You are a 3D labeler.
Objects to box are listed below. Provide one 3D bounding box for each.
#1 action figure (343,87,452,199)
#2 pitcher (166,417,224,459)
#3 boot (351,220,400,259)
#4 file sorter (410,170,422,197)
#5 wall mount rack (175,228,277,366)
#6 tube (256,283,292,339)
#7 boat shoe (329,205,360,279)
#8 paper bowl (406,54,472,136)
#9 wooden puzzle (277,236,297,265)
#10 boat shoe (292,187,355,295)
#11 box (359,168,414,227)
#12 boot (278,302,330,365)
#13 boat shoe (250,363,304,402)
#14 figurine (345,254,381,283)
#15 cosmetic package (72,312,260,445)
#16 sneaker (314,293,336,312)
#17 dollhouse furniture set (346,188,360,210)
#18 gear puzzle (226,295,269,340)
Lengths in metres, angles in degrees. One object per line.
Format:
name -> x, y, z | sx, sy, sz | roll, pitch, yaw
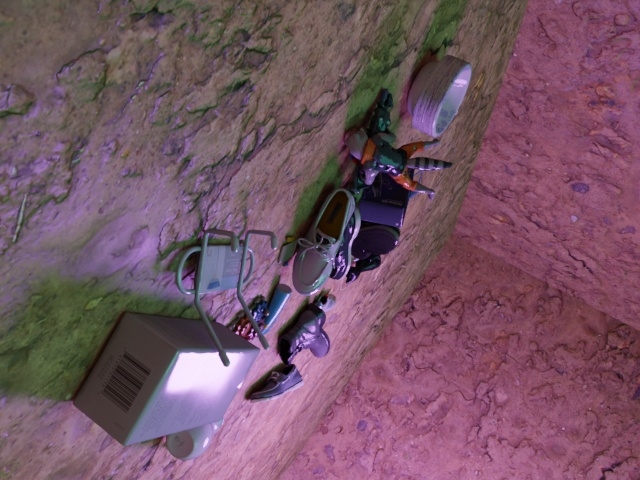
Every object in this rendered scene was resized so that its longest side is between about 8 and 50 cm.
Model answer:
action figure -> 0.235, -0.299, 1.786 | 0.178, 0.330, 0.342 | -155, -106, -67
pitcher -> -0.395, 0.592, 1.711 | 0.178, 0.125, 0.207 | -46, 173, 6
boot -> 0.236, -0.083, 2.147 | 0.284, 0.138, 0.377 | -57, -174, -19
file sorter -> 0.277, -0.237, 2.115 | 0.118, 0.170, 0.105 | -34, 144, -52
wall mount rack -> -0.208, 0.124, 1.389 | 0.350, 0.130, 0.304 | -2, 100, -68
tube -> -0.156, 0.237, 1.899 | 0.080, 0.052, 0.207 | -20, 142, -54
boat shoe -> 0.047, 0.019, 1.999 | 0.113, 0.127, 0.340 | -11, 143, -24
paper bowl -> 0.420, -0.532, 2.079 | 0.284, 0.148, 0.284 | -50, 158, -29
wooden puzzle -> -0.104, 0.033, 1.782 | 0.078, 0.014, 0.116 | -18, 134, -57
boat shoe -> 0.009, 0.002, 1.795 | 0.367, 0.135, 0.156 | -63, 173, -1
box -> 0.228, -0.164, 1.947 | 0.108, 0.153, 0.207 | 86, 18, -54
boot -> -0.077, 0.415, 2.276 | 0.223, 0.118, 0.338 | -46, 145, -29
boat shoe -> -0.181, 0.568, 2.275 | 0.319, 0.116, 0.099 | -5, 80, -59
figurine -> 0.189, 0.067, 2.461 | 0.209, 0.092, 0.215 | -35, 148, -43
cosmetic package -> -0.339, 0.319, 1.372 | 0.230, 0.161, 0.453 | -60, 161, -2
sneaker -> 0.026, 0.247, 2.339 | 0.161, 0.057, 0.075 | -28, 149, -52
dollhouse furniture set -> 0.116, -0.118, 2.025 | 0.059, 0.076, 0.152 | -59, 151, -12
gear puzzle -> -0.265, 0.313, 1.726 | 0.339, 0.044, 0.176 | -41, 153, -44
